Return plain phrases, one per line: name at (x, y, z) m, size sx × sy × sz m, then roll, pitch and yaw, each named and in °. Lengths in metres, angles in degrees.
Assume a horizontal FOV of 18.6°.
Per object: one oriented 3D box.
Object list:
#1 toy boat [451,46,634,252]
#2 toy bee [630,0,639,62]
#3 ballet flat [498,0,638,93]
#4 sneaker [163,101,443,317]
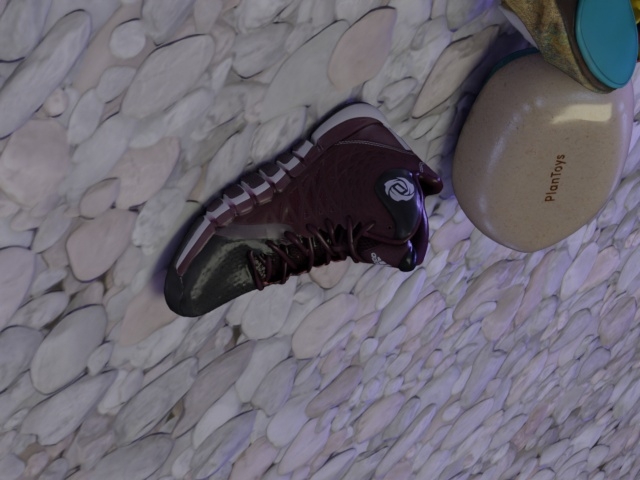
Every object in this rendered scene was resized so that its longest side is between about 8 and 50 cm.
toy boat at (0.292, -0.107, 2.098) m, size 0.318 × 0.148 × 0.267 m, roll 0°, pitch 135°, yaw -17°
toy bee at (0.356, -0.276, 2.004) m, size 0.195 × 0.162 × 0.298 m, roll -43°, pitch 153°, yaw -11°
ballet flat at (0.209, -0.249, 1.850) m, size 0.123 × 0.123 × 0.348 m, roll -50°, pitch 148°, yaw -2°
sneaker at (0.000, 0.000, 1.796) m, size 0.281 × 0.162 × 0.106 m, roll -42°, pitch 153°, yaw -17°
